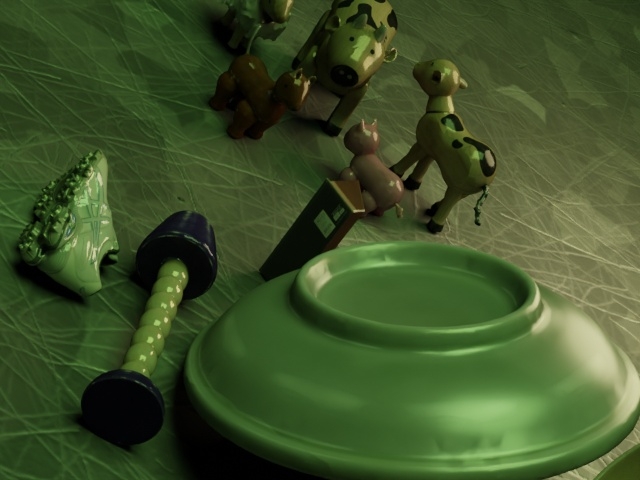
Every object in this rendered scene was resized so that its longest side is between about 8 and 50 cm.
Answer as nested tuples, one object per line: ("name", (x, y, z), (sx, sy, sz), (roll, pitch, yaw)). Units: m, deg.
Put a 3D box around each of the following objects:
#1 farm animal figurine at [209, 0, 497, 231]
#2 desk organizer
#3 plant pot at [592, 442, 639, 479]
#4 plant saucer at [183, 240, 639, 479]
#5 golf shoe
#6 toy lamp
("farm animal figurine", (0.051, -0.191, 1.849), (0.330, 0.172, 0.327), (22, 34, -22))
("desk organizer", (0.000, 0.000, 1.588), (0.050, 0.130, 0.047), (-4, 49, -50))
("plant pot", (0.379, 0.324, 1.443), (0.284, 0.284, 0.191), (-88, 155, -54))
("plant saucer", (0.081, 0.081, 1.392), (0.400, 0.100, 0.400), (2, 21, -1))
("golf shoe", (-0.219, -0.013, 1.473), (0.086, 0.069, 0.176), (47, 30, -22))
("toy lamp", (-0.143, 0.063, 1.413), (0.080, 0.080, 0.275), (30, 31, -11))
